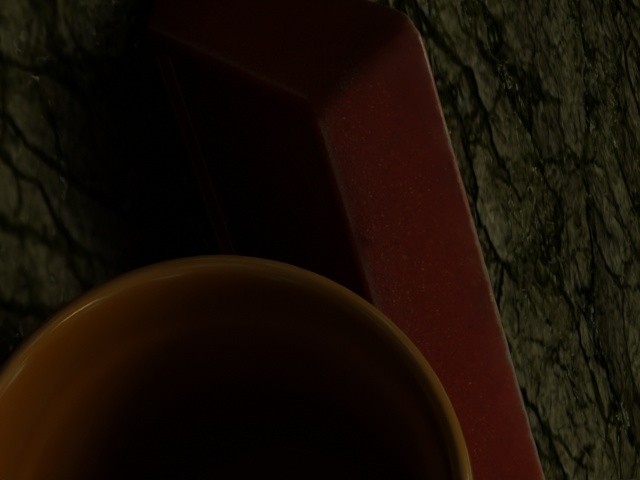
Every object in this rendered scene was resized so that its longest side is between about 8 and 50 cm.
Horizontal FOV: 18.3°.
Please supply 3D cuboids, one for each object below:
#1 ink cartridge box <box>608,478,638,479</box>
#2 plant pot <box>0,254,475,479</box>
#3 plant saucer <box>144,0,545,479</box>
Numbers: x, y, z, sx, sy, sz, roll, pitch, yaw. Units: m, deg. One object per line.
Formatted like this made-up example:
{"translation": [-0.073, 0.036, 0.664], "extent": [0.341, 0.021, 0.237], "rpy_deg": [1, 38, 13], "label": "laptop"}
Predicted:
{"translation": [0.125, 0.271, 1.121], "extent": [0.117, 0.201, 0.278], "rpy_deg": [-73, 147, -44], "label": "ink cartridge box"}
{"translation": [-0.030, 0.130, 0.836], "extent": [0.188, 0.205, 0.205], "rpy_deg": [63, 26, -71], "label": "plant pot"}
{"translation": [0.000, 0.000, 0.942], "extent": [0.258, 0.047, 0.259], "rpy_deg": [31, -37, 60], "label": "plant saucer"}
